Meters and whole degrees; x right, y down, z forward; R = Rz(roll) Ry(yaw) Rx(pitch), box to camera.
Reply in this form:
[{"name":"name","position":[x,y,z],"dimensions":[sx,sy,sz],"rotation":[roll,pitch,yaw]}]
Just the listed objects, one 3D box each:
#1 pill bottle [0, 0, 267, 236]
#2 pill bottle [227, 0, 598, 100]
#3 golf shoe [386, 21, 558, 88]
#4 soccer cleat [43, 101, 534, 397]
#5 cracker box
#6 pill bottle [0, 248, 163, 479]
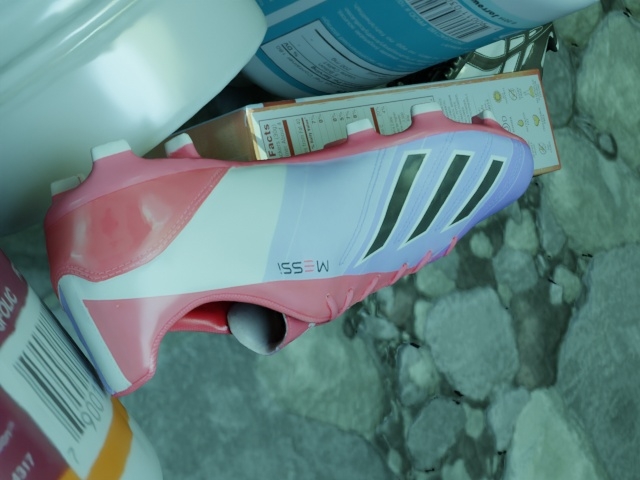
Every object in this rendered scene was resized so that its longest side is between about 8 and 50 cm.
[{"name":"pill bottle","position":[-0.193,-0.191,0.548],"dimensions":[0.361,0.204,0.204],"rotation":[53,51,-19]},{"name":"pill bottle","position":[0.028,-0.161,0.698],"dimensions":[0.146,0.264,0.146],"rotation":[11,73,-41]},{"name":"golf shoe","position":[0.118,-0.121,0.897],"dimensions":[0.094,0.077,0.198],"rotation":[53,52,-19]},{"name":"soccer cleat","position":[0.000,0.000,0.545],"dimensions":[0.248,0.083,0.095],"rotation":[-8,78,-38]},{"name":"cracker box","position":[0.003,-0.039,0.720],"dimensions":[0.232,0.155,0.067],"rotation":[-12,90,-42]},{"name":"pill bottle","position":[-0.252,0.005,0.436],"dimensions":[0.392,0.224,0.224],"rotation":[55,50,-17]}]
